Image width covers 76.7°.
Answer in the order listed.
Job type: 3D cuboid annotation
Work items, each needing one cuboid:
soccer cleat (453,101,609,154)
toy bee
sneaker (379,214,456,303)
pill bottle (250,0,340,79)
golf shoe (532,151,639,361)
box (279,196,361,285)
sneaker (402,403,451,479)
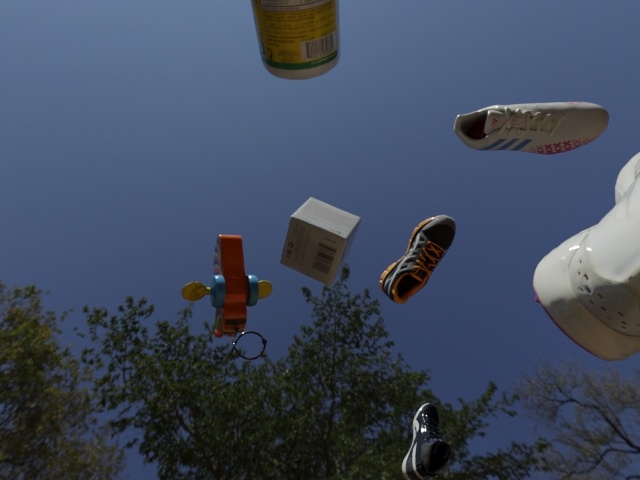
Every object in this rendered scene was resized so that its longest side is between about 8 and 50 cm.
[{"bbox_3d":[0.480,-0.269,0.965,0.143,0.331,0.116,8,-91,-45],"label":"soccer cleat"},{"bbox_3d":[-0.214,0.142,0.906,0.195,0.298,0.162,20,-44,-14],"label":"toy bee"},{"bbox_3d":[0.209,0.045,0.833,0.084,0.083,0.215,30,-74,-12],"label":"sneaker"},{"bbox_3d":[-0.035,-0.329,0.515,0.118,0.117,0.208,-14,-40,-7],"label":"pill bottle"},{"bbox_3d":[0.304,-0.030,0.319,0.306,0.140,0.115,-38,-109,-26],"label":"golf shoe"},{"bbox_3d":[0.000,0.000,0.686,0.102,0.087,0.101,25,-55,11],"label":"box"},{"bbox_3d":[0.292,0.508,1.035,0.079,0.217,0.121,37,-45,-2],"label":"sneaker"}]
